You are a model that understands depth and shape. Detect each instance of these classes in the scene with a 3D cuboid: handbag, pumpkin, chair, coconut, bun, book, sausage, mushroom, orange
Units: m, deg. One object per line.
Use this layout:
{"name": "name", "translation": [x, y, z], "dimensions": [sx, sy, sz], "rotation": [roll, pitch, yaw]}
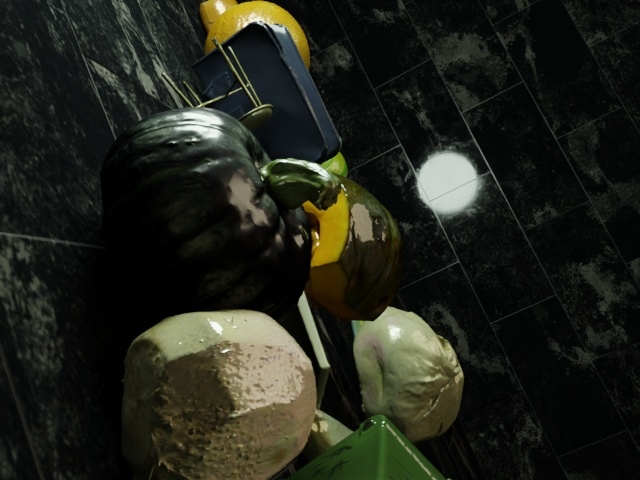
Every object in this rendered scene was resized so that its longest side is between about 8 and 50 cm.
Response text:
{"name": "handbag", "translation": [-0.128, -0.285, 1.362], "dimensions": [0.118, 0.269, 0.325], "rotation": [-31, 98, -60]}
{"name": "pumpkin", "translation": [0.000, 0.000, 1.144], "dimensions": [0.225, 0.304, 0.256], "rotation": [47, 54, -52]}
{"name": "chair", "translation": [-0.167, -0.225, 1.247], "dimensions": [0.325, 0.170, 0.160], "rotation": [57, 9, -2]}
{"name": "coconut", "translation": [-0.093, 0.153, 0.605], "dimensions": [0.194, 0.195, 0.194], "rotation": [59, 12, -21]}
{"name": "bun", "translation": [0.230, 0.320, 1.491], "dimensions": [0.361, 0.213, 0.360], "rotation": [37, 45, -49]}
{"name": "pumpkin", "translation": [-0.111, -0.037, 0.748], "dimensions": [0.295, 0.296, 0.295], "rotation": [59, 12, -21]}
{"name": "book", "translation": [-0.037, 0.149, 0.976], "dimensions": [0.310, 0.021, 0.216], "rotation": [97, -25, -62]}
{"name": "sausage", "translation": [-0.227, -0.525, 1.767], "dimensions": [0.134, 0.116, 0.353], "rotation": [-114, 178, -75]}
{"name": "mushroom", "translation": [0.054, 0.379, 1.006], "dimensions": [0.333, 0.087, 0.107], "rotation": [58, 39, -16]}
{"name": "orange", "translation": [-0.155, -0.451, 1.531], "dimensions": [0.274, 0.274, 0.274], "rotation": [59, 12, -21]}

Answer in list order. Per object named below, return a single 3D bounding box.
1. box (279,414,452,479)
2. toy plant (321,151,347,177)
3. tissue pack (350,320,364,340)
{"name": "box", "translation": [0.028, 0.342, 0.633], "dimensions": [0.177, 0.253, 0.329], "rotation": [50, 11, 0]}
{"name": "toy plant", "translation": [0.018, -0.123, 1.844], "dimensions": [0.224, 0.185, 0.315], "rotation": [49, -13, 44]}
{"name": "tissue pack", "translation": [0.148, 0.256, 1.755], "dimensions": [0.185, 0.081, 0.257], "rotation": [57, 14, -31]}
